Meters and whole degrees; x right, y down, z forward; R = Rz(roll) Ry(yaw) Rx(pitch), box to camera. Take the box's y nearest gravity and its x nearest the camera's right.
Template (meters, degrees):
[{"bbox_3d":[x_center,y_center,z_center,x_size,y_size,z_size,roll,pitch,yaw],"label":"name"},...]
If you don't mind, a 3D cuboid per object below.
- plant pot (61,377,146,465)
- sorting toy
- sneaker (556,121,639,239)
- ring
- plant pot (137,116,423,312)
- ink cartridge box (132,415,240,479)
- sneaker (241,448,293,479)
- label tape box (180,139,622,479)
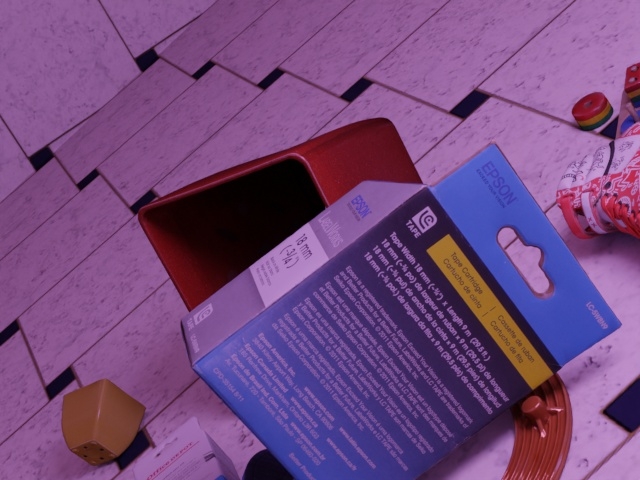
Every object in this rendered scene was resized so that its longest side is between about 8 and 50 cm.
[{"bbox_3d":[-0.289,0.245,1.701,0.081,0.081,0.083,-24,41,29],"label":"plant pot"},{"bbox_3d":[0.404,-0.171,1.487,0.274,0.046,0.132,-21,31,33],"label":"sorting toy"},{"bbox_3d":[0.320,-0.028,1.317,0.145,0.090,0.270,-29,24,22],"label":"sneaker"},{"bbox_3d":[0.093,0.222,1.277,0.336,0.032,0.337,-32,26,17],"label":"ring"},{"bbox_3d":[0.000,0.000,1.527,0.267,0.267,0.236,-16,17,40],"label":"plant pot"},{"bbox_3d":[-0.144,0.285,1.455,0.104,0.060,0.180,-40,26,1],"label":"ink cartridge box"},{"bbox_3d":[-0.065,0.278,1.353,0.144,0.053,0.059,-67,-5,-50],"label":"sneaker"},{"bbox_3d":[0.074,0.079,1.223,0.333,0.241,0.106,-37,24,3],"label":"label tape box"}]
